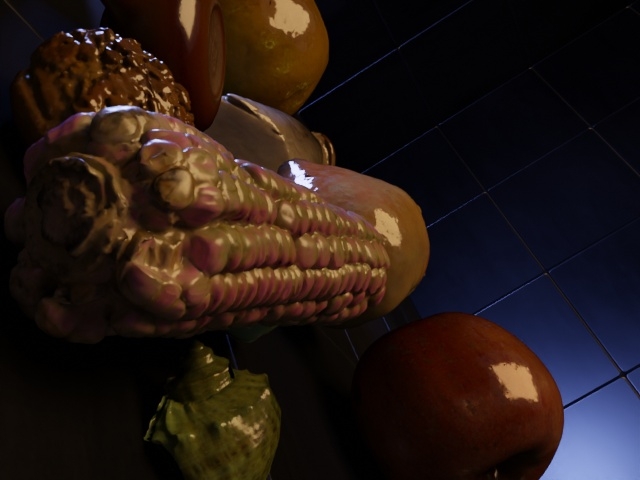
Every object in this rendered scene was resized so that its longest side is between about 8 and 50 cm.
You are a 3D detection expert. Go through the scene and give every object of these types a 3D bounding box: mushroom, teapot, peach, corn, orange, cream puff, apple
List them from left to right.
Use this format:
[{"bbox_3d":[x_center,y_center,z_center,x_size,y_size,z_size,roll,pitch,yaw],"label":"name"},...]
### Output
[{"bbox_3d":[-0.143,-0.084,0.529,0.126,0.103,0.144,47,10,-51],"label":"cream puff"},{"bbox_3d":[-0.166,-0.183,0.781,0.252,0.135,0.178,90,8,-68],"label":"teapot"},{"bbox_3d":[-0.054,0.004,0.500,0.126,0.127,0.335,61,18,18],"label":"corn"},{"bbox_3d":[-0.114,-0.319,1.216,0.279,0.235,0.279,60,3,-5],"label":"orange"},{"bbox_3d":[-0.064,-0.117,1.134,0.154,0.137,0.407,46,12,9],"label":"mushroom"},{"bbox_3d":[0.021,-0.005,0.938,0.232,0.233,0.232,57,7,-11],"label":"peach"},{"bbox_3d":[0.151,0.196,0.900,0.253,0.254,0.253,57,7,-11],"label":"apple"}]

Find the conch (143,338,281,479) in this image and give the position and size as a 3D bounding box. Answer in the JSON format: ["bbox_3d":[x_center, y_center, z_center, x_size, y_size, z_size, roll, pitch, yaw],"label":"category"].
[{"bbox_3d":[-0.063,0.117,0.454,0.089,0.074,0.121,-12,85,-48],"label":"conch"}]

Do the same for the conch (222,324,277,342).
[{"bbox_3d":[-0.086,0.015,0.648,0.170,0.079,0.106,50,-4,-30],"label":"conch"}]
